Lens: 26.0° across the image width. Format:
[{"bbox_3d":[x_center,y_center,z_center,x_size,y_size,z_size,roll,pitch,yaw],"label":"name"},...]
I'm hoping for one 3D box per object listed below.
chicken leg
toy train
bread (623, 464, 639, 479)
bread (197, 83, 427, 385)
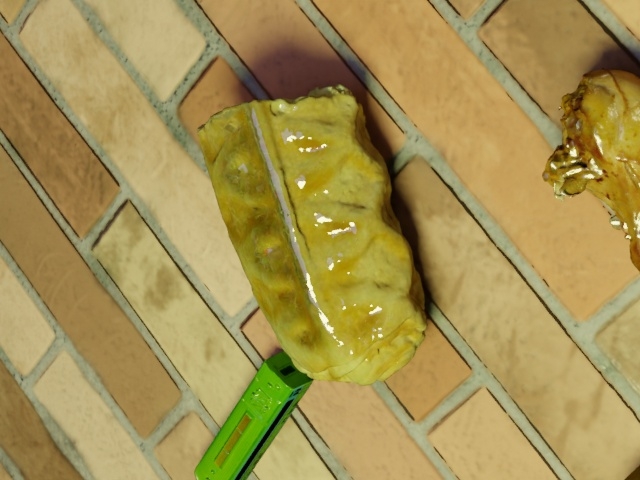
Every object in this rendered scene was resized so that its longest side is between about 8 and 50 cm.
[{"bbox_3d":[0.237,-0.029,1.066,0.101,0.085,0.207,-22,96,4],"label":"chicken leg"},{"bbox_3d":[-0.080,0.199,1.378,0.044,0.042,0.209,44,123,19],"label":"toy train"},{"bbox_3d":[0.314,0.165,1.057,0.098,0.087,0.269,45,123,17],"label":"bread"},{"bbox_3d":[0.000,0.000,1.216,0.152,0.130,0.268,-18,92,33],"label":"bread"}]
